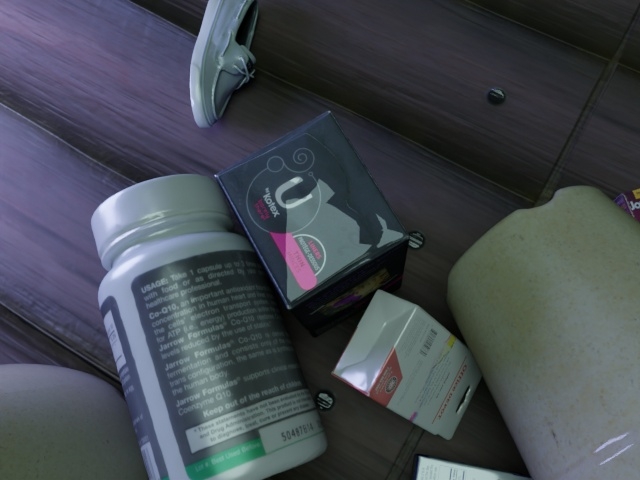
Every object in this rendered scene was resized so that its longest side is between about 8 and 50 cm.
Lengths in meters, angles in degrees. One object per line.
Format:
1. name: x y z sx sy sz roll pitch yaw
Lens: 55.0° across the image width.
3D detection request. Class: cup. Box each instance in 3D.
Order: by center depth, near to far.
1. cup: -0.388 0.275 0.676 0.331 0.237 0.331 -5 63 9

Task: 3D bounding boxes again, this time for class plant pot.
1. plant pot: 0.304 0.119 0.659 0.334 0.334 0.305 -28 60 -3

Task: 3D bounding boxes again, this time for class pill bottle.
1. pill bottle: -0.145 0.116 0.745 0.204 0.204 0.361 -21 74 -1

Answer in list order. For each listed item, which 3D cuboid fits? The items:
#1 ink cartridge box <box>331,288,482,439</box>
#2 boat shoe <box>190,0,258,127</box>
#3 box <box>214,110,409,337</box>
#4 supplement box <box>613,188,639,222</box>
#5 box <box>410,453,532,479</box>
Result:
1. ink cartridge box: 0.115 0.157 0.748 0.067 0.198 0.115 19 74 47
2. boat shoe: -0.137 -0.273 0.914 0.081 0.079 0.227 4 72 11
3. box: 0.000 0.000 0.728 0.143 0.270 0.165 -30 74 -4
4. supplement box: 0.433 -0.026 0.813 0.055 0.043 0.083 -17 73 2
5. box: 0.171 0.329 0.726 0.137 0.072 0.126 9 76 7
